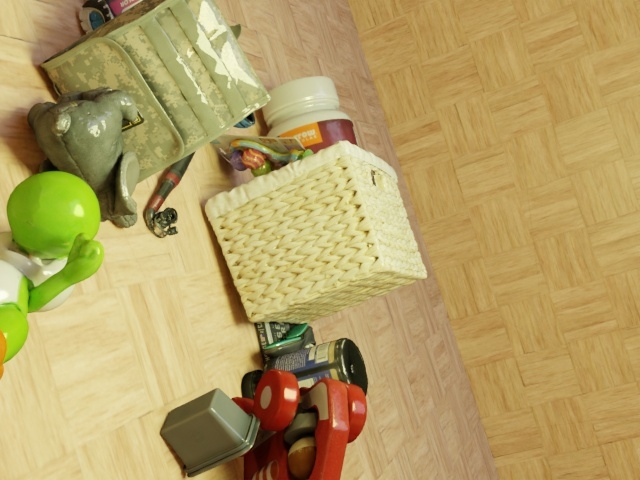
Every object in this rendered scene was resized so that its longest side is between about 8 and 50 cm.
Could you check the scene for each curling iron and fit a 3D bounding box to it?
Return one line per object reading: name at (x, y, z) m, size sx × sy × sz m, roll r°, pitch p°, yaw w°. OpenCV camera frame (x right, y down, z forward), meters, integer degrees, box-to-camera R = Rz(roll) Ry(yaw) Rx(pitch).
curling iron at (-0.269, -0.099, 1.586) m, size 0.274 × 0.035 × 0.068 m, roll -82°, pitch 153°, yaw -50°

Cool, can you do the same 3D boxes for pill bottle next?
pill bottle at (-0.006, -0.181, 2.094) m, size 0.224 × 0.224 × 0.392 m, roll 4°, pitch 69°, yaw -70°
pill bottle at (-0.032, 0.266, 1.623) m, size 0.123 × 0.219 × 0.123 m, roll 53°, pitch 27°, yaw -43°

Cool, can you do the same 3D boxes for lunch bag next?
lunch bag at (-0.268, -0.252, 1.388) m, size 0.235 × 0.287 × 0.169 m, roll 60°, pitch -14°, yaw -25°

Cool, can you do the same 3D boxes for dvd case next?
dvd case at (-0.073, 0.207, 1.858) m, size 0.238 × 0.029 × 0.179 m, roll 19°, pitch 54°, yaw -67°

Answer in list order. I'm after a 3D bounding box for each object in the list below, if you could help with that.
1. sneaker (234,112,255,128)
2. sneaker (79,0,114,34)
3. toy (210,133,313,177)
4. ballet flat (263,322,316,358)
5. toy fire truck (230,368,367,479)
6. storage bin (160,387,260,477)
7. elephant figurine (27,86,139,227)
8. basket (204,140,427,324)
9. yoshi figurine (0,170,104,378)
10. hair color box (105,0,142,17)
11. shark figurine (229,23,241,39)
sneaker at (-0.181, -0.344, 1.856) m, size 0.069 × 0.082 × 0.209 m, roll -29°, pitch 116°, yaw -42°
sneaker at (-0.357, -0.319, 1.498) m, size 0.083 × 0.071 × 0.191 m, roll 30°, pitch 47°, yaw -76°
toy at (-0.124, -0.164, 1.786) m, size 0.137 × 0.237 × 0.056 m, roll 46°, pitch 54°, yaw -51°
ballet flat at (-0.054, 0.221, 1.749) m, size 0.203 × 0.074 × 0.074 m, roll -24°, pitch 95°, yaw -72°
toy fire truck at (-0.044, 0.365, 1.411) m, size 0.169 × 0.302 × 0.254 m, roll 17°, pitch 52°, yaw -29°
storage bin at (-0.176, 0.291, 1.355) m, size 0.091 × 0.135 × 0.098 m, roll 54°, pitch 24°, yaw -20°
elephant figurine at (-0.326, -0.094, 1.272) m, size 0.186 × 0.169 × 0.239 m, roll -29°, pitch 119°, yaw -42°
basket at (0.000, 0.000, 1.759) m, size 0.328 × 0.331 × 0.266 m, roll 15°, pitch 56°, yaw -67°
yoshi figurine at (-0.361, 0.024, 0.991) m, size 0.203 × 0.203 × 0.362 m, roll 59°, pitch 19°, yaw -15°
hair color box at (-0.258, -0.373, 1.618) m, size 0.347 × 0.174 × 0.105 m, roll 61°, pitch -4°, yaw -28°
shark figurine at (-0.238, -0.464, 1.889) m, size 0.166 × 0.116 × 0.278 m, roll -87°, pitch 154°, yaw -50°
